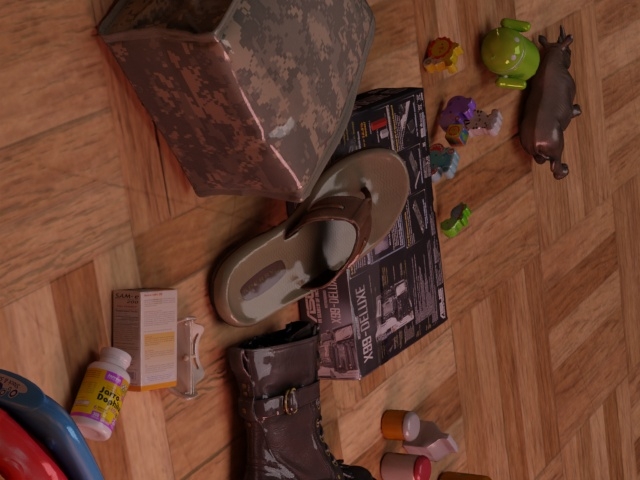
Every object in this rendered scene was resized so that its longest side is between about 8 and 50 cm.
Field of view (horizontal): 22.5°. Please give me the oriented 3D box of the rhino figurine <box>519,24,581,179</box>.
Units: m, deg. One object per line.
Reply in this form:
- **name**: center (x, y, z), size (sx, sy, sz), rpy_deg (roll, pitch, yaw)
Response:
- **rhino figurine**: center (0.353, -0.222, 2.446), size (0.106, 0.073, 0.243), rpy_deg (46, 51, -55)

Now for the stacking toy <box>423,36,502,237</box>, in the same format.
- **stacking toy**: center (0.168, -0.136, 2.156), size (0.167, 0.052, 0.221), rpy_deg (51, 51, -46)

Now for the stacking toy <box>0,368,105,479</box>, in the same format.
- **stacking toy**: center (-0.316, 0.252, 1.258), size (0.302, 0.175, 0.165), rpy_deg (-44, 129, -33)

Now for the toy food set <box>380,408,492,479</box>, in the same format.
- **toy food set**: center (0.164, 0.307, 2.102), size (0.232, 0.104, 0.111), rpy_deg (56, 45, -45)

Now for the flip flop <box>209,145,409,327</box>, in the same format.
- **flip flop**: center (0.000, 0.000, 1.748), size (0.277, 0.080, 0.112), rpy_deg (-36, 113, -26)

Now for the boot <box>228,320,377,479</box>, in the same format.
- **boot**: center (-0.012, 0.204, 1.808), size (0.263, 0.091, 0.229), rpy_deg (-4, 95, -58)

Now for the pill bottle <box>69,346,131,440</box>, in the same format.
- **pill bottle**: center (-0.206, 0.143, 1.517), size (0.043, 0.043, 0.083), rpy_deg (50, 49, -48)

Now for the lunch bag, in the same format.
- **lunch bag**: center (-0.061, -0.222, 1.634), size (0.287, 0.169, 0.235), rpy_deg (-61, 140, -32)

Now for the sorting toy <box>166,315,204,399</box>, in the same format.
- **sorting toy**: center (-0.136, 0.116, 1.643), size (0.075, 0.045, 0.083), rpy_deg (-5, 95, -67)

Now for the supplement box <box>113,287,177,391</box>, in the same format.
- **supplement box**: center (-0.172, 0.096, 1.581), size (0.062, 0.036, 0.098), rpy_deg (-1, 92, -60)

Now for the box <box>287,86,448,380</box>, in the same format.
- **box**: center (0.057, -0.013, 1.934), size (0.242, 0.076, 0.307), rpy_deg (-28, 115, -56)

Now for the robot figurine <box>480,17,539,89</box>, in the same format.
- **robot figurine**: center (0.271, -0.265, 2.305), size (0.115, 0.067, 0.101), rpy_deg (20, 76, -58)
